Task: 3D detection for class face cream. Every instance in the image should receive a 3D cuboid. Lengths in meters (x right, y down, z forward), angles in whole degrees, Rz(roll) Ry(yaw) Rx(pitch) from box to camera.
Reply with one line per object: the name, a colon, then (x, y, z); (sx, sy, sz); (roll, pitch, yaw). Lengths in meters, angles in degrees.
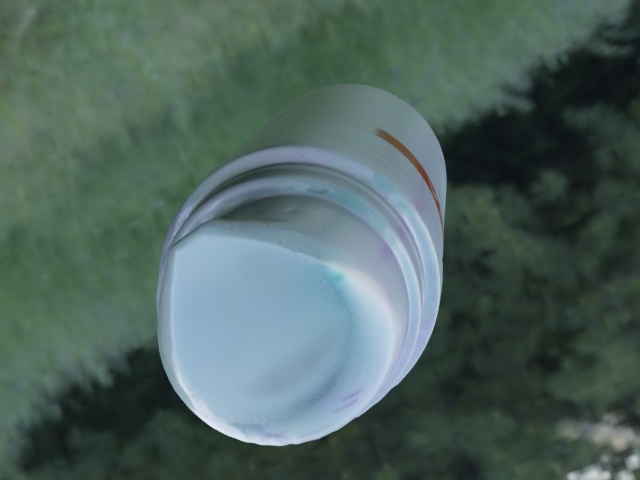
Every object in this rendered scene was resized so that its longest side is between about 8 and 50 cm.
face cream: (0.000, 0.000, 0.671); (0.102, 0.102, 0.345); (-22, -171, 9)
